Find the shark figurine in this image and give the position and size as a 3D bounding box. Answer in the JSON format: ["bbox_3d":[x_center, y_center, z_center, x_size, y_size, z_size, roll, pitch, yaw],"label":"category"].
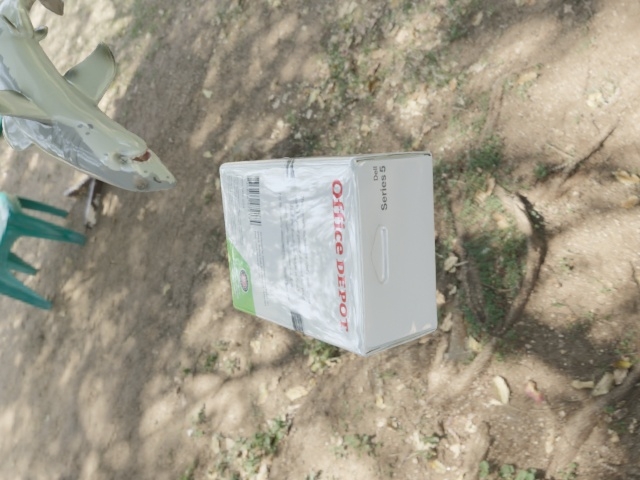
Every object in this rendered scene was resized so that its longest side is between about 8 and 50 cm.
[{"bbox_3d":[-0.255,-0.142,0.524,0.116,0.166,0.278,-45,61,39],"label":"shark figurine"}]

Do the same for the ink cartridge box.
[{"bbox_3d":[0.000,0.000,0.696,0.273,0.115,0.198,9,105,53],"label":"ink cartridge box"}]
